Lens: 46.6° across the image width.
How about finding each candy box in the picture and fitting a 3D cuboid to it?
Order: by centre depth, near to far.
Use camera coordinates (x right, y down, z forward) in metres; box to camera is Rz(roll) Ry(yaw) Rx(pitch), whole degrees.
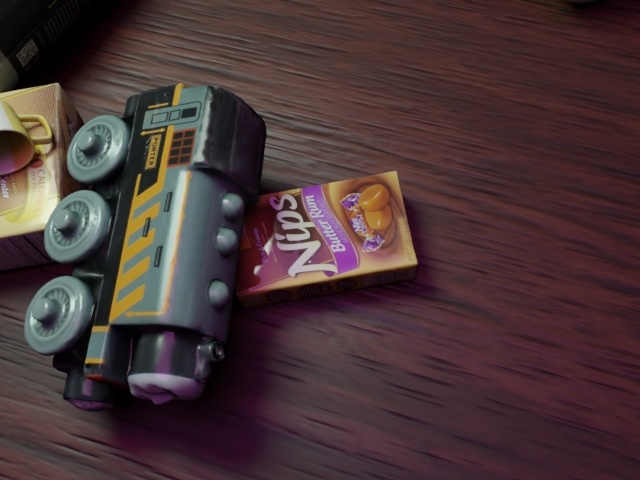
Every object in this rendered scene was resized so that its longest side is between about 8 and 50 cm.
[{"bbox_3d":[0.000,0.000,0.782,0.187,0.053,0.109,-11,68,2],"label":"candy box"},{"bbox_3d":[-0.425,-0.051,0.817,0.317,0.087,0.182,-10,66,1],"label":"candy box"}]

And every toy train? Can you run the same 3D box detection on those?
[{"bbox_3d":[-0.161,-0.001,0.725,0.190,0.142,0.333,-5,66,27],"label":"toy train"}]

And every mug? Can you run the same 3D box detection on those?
[{"bbox_3d":[-0.326,-0.109,0.763,0.062,0.078,0.064,-44,57,20],"label":"mug"}]

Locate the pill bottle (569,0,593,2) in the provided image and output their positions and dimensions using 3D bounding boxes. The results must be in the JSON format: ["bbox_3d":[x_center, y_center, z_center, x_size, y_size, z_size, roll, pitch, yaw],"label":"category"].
[{"bbox_3d":[0.290,-0.427,0.877,0.153,0.153,0.264,-20,68,-4],"label":"pill bottle"}]

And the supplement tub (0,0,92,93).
[{"bbox_3d":[-0.363,-0.329,0.869,0.194,0.193,0.316,31,73,16],"label":"supplement tub"}]
